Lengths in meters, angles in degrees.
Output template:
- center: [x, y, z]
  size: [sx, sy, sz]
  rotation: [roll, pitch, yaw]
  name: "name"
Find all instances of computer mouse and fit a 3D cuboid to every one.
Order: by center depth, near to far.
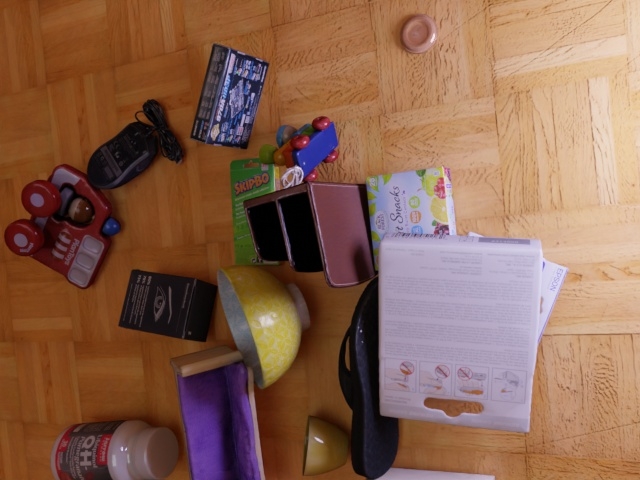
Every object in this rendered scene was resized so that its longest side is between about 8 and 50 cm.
- center: [-0.492, -0.226, 1.672]
  size: [0.272, 0.072, 0.188]
  rotation: [-32, 78, 11]
  name: "computer mouse"

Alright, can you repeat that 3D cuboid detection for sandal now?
- center: [0.096, 0.296, 1.384]
  size: [0.107, 0.167, 0.445]
  rotation: [7, 97, 42]
  name: "sandal"

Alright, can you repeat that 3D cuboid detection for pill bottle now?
- center: [-0.543, 0.571, 1.684]
  size: [0.319, 0.176, 0.176]
  rotation: [-11, 89, 25]
  name: "pill bottle"

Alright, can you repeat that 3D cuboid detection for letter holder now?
- center: [0.000, 0.000, 1.323]
  size: [0.152, 0.302, 0.214]
  rotation: [-14, 88, 25]
  name: "letter holder"

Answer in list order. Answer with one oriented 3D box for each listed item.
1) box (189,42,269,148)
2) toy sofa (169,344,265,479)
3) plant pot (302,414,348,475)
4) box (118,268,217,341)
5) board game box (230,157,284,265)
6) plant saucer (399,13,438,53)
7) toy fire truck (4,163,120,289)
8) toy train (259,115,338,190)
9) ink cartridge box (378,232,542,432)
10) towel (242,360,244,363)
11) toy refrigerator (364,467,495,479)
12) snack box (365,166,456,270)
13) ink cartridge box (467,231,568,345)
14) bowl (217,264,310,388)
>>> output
- center: [-0.208, -0.328, 1.469]
  size: [0.051, 0.175, 0.220]
  rotation: [21, 103, 23]
  name: "box"
- center: [-0.242, 0.445, 1.490]
  size: [0.177, 0.150, 0.362]
  rotation: [13, 111, 62]
  name: "toy sofa"
- center: [0.013, 0.477, 1.458]
  size: [0.095, 0.134, 0.134]
  rotation: [7, 97, -4]
  name: "plant pot"
- center: [-0.384, 0.166, 1.600]
  size: [0.207, 0.108, 0.153]
  rotation: [7, 79, 24]
  name: "box"
- center: [-0.156, -0.069, 1.539]
  size: [0.124, 0.039, 0.259]
  rotation: [-1, 96, 24]
  name: "board game box"
- center: [0.210, -0.444, 1.355]
  size: [0.083, 0.013, 0.083]
  rotation: [2, 94, 24]
  name: "plant saucer"
- center: [-0.686, -0.043, 1.737]
  size: [0.254, 0.169, 0.302]
  rotation: [30, 107, -5]
  name: "toy fire truck"
- center: [-0.079, -0.182, 1.394]
  size: [0.143, 0.248, 0.105]
  rotation: [11, 131, 33]
  name: "toy train"
- center: [0.274, 0.181, 1.273]
  size: [0.308, 0.091, 0.385]
  rotation: [3, 106, 15]
  name: "ink cartridge box"
- center: [-0.176, 0.323, 1.577]
  size: [0.119, 0.029, 0.067]
  rotation: [-31, 81, 24]
  name: "towel"
- center: [0.239, 0.561, 1.366]
  size: [0.270, 0.094, 0.102]
  rotation: [-5, 93, 23]
  name: "toy refrigerator"
- center: [0.197, -0.044, 1.357]
  size: [0.174, 0.070, 0.207]
  rotation: [-5, 90, 25]
  name: "snack box"
- center: [0.370, 0.111, 1.299]
  size: [0.208, 0.045, 0.206]
  rotation: [22, 103, 20]
  name: "ink cartridge box"
- center: [-0.116, 0.177, 1.453]
  size: [0.156, 0.289, 0.289]
  rotation: [-19, 84, -19]
  name: "bowl"
